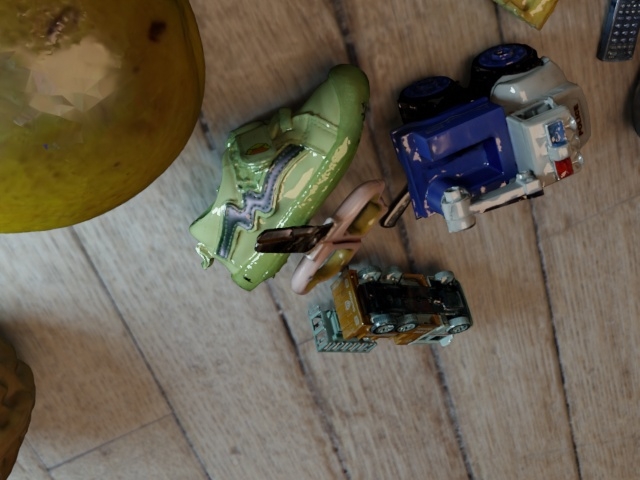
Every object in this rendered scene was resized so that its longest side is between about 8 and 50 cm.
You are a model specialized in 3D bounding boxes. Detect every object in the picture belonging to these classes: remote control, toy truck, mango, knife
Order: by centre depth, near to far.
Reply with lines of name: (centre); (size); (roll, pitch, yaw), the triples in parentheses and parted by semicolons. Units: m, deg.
mango: (-0.319, -0.142, 0.657); (0.444, 0.221, 0.302); (-5, 124, -6)
toy truck: (0.191, -0.104, 0.865); (0.213, 0.177, 0.161); (-24, 114, -6)
remote control: (0.356, -0.283, 0.926); (0.043, 0.027, 0.153); (-9, 121, -22)
knife: (0.129, -0.081, 0.958); (0.023, 0.010, 0.170); (32, 101, -30)
toy truck: (0.090, 0.092, 0.982); (0.177, 0.080, 0.115); (6, 146, -33)

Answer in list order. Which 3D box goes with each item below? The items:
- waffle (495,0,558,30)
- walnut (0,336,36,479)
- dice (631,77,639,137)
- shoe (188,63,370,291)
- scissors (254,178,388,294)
waffle: (0.172, -0.348, 0.807); (0.274, 0.057, 0.168); (23, 106, -28)
walnut: (-0.388, 0.182, 0.795); (0.213, 0.213, 0.213); (-8, 119, -15)
dice: (0.499, -0.169, 0.943); (0.182, 0.183, 0.182); (12, 110, -25)
shoe: (-0.040, -0.068, 0.828); (0.128, 0.140, 0.262); (23, 104, -24)
scissors: (0.000, 0.000, 0.821); (0.024, 0.317, 0.160); (39, 103, 14)
